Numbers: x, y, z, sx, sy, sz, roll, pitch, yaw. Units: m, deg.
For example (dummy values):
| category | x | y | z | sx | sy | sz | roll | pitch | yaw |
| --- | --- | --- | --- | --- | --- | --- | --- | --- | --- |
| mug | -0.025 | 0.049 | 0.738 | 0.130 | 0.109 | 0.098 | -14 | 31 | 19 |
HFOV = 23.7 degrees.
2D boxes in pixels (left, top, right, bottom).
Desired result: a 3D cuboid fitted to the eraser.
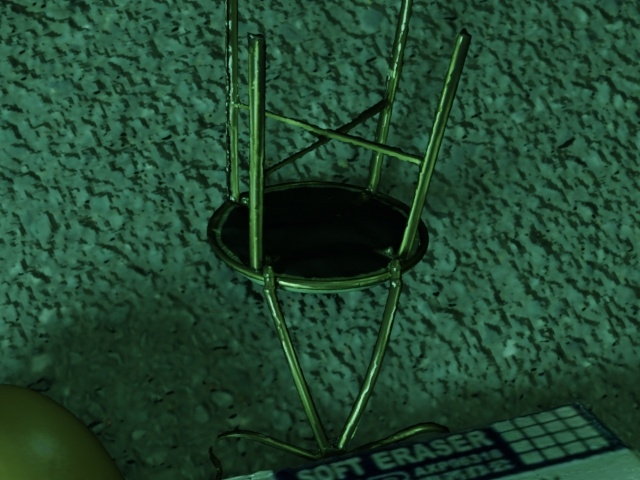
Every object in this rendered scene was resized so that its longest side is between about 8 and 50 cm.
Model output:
| category | x | y | z | sx | sy | sz | roll | pitch | yaw |
| --- | --- | --- | --- | --- | --- | --- | --- | --- | --- |
| eraser | 0.061 | 0.185 | 0.932 | 0.287 | 0.130 | 0.086 | -10 | 116 | -12 |

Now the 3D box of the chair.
| category | x | y | z | sx | sy | sz | roll | pitch | yaw |
| --- | --- | --- | --- | --- | --- | --- | --- | --- | --- |
| chair | 0.000 | 0.000 | 0.996 | 0.160 | 0.170 | 0.325 | -2 | 117 | -11 |

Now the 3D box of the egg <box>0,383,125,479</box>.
| category | x | y | z | sx | sy | sz | roll | pitch | yaw |
| --- | --- | --- | --- | --- | --- | --- | --- | --- | --- |
| egg | -0.192 | 0.200 | 0.879 | 0.201 | 0.201 | 0.244 | 2 | 58 | -6 |
